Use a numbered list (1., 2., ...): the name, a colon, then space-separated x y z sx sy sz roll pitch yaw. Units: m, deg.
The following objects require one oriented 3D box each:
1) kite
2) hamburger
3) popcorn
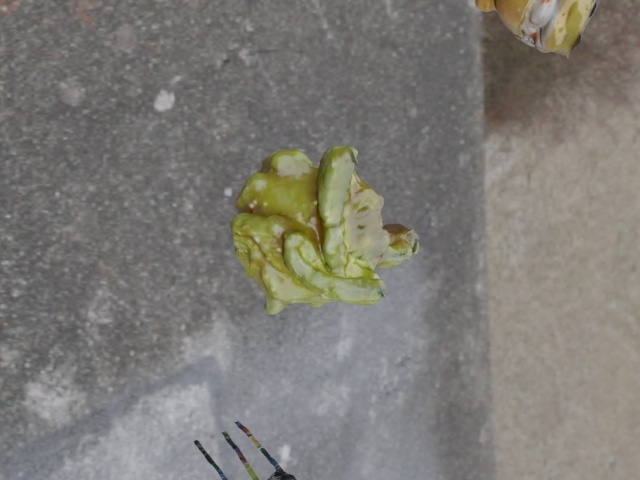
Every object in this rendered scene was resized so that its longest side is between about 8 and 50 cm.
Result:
1. kite: -0.112 0.428 1.808 0.152 0.285 0.015 -27 140 -27
2. hamburger: 0.453 -0.520 2.057 0.276 0.237 0.276 23 90 -85
3. popcorn: -0.008 -0.002 1.712 0.325 0.290 0.321 63 9 30
